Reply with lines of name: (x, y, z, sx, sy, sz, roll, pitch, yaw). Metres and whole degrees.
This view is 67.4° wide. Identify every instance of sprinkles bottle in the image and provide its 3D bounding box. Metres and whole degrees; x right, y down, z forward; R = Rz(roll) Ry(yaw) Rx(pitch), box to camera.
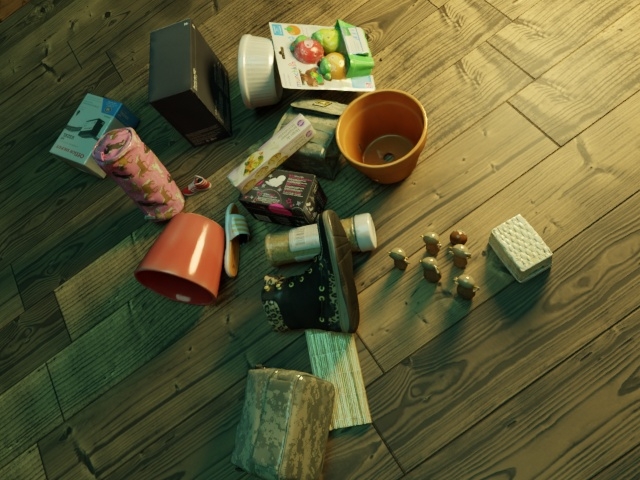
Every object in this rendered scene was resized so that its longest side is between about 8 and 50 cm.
sprinkles bottle: (0.000, 0.000, 1.577, 0.356, 0.121, 0.121, -10, 67, 13)

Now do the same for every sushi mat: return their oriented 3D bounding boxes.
sushi mat: (0.049, 0.403, 1.459, 0.152, 0.019, 0.316, -17, 65, 11)

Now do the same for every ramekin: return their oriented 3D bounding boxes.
ramekin: (-0.220, -0.641, 1.828, 0.127, 0.273, 0.272, 0, 69, 5)

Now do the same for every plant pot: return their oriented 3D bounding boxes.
plant pot: (0.214, -0.322, 1.593, 0.291, 0.203, 0.290, -6, 68, 15)
plant pot: (-0.451, 0.055, 1.629, 0.275, 0.275, 0.243, 5, 62, 19)

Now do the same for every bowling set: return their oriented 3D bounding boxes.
bowling set: (0.361, 0.031, 1.435, 0.287, 0.154, 0.199, 21, 77, 23)

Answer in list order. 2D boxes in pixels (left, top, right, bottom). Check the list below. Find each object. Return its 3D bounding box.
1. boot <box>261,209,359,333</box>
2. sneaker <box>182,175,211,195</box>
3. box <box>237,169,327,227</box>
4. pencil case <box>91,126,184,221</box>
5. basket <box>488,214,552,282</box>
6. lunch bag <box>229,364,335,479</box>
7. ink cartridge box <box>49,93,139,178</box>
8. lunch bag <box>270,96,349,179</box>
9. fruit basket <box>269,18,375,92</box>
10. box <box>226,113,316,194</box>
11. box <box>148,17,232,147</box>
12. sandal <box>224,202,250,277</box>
boot: (-0.043, 0.111, 1.480, 0.285, 0.138, 0.376, -9, 96, 22)
sneaker: (-0.485, -0.211, 1.838, 0.119, 0.067, 0.042, -16, 65, 10)
box: (-0.125, -0.145, 1.649, 0.248, 0.163, 0.142, 12, 71, 22)
pencil case: (-0.638, -0.223, 1.710, 0.160, 0.386, 0.167, -15, 54, 6)
basket: (0.583, 0.021, 1.399, 0.113, 0.103, 0.167, -31, 64, 4)
lunch bag: (-0.125, 0.513, 1.364, 0.256, 0.213, 0.304, -4, 65, 35)
ink cartridge box: (-0.957, -0.445, 2.041, 0.223, 0.129, 0.307, 20, 76, 23)
lunch bag: (-0.013, -0.392, 1.714, 0.236, 0.169, 0.286, 18, 70, 23)
fruit basket: (0.010, -0.685, 1.757, 0.354, 0.165, 0.326, -1, 63, -22)
box: (-0.162, -0.283, 1.587, 0.324, 0.067, 0.063, -40, 62, -1)
box: (-0.498, -0.600, 1.861, 0.179, 0.312, 0.342, -13, 66, 12)
sandal: (-0.282, -0.001, 1.683, 0.076, 0.102, 0.265, -5, 76, 14)
